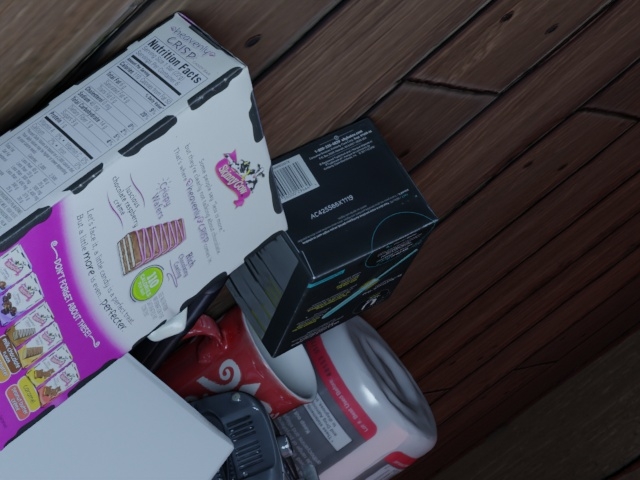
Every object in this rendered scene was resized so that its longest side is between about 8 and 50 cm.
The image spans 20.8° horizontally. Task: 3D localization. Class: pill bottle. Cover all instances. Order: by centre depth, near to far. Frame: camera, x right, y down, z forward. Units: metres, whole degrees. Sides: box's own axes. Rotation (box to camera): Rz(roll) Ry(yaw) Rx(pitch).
[{"bbox_3d":[-0.051,0.228,1.818,0.318,0.176,0.176,-37,164,12],"label":"pill bottle"}]

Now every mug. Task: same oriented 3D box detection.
[{"bbox_3d":[-0.114,0.127,1.591,0.169,0.150,0.113,-34,-159,17],"label":"mug"}]

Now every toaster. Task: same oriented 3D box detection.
[{"bbox_3d":[-0.116,0.233,1.518,0.227,0.129,0.146,-23,145,6],"label":"toaster"}]

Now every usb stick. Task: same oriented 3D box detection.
[{"bbox_3d":[-0.137,0.076,1.425,0.278,0.045,0.077,-51,-171,48],"label":"usb stick"}]

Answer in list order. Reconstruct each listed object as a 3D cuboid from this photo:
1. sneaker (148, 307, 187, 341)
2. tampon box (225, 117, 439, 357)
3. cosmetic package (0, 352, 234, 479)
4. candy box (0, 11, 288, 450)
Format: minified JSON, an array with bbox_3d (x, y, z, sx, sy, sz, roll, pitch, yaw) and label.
[{"bbox_3d":[-0.114,0.000,1.203,0.085,0.086,0.237,-27,162,-13],"label":"sneaker"},{"bbox_3d":[0.000,0.000,1.384,0.120,0.101,0.161,-26,163,-23],"label":"tampon box"},{"bbox_3d":[-0.250,0.251,1.225,0.385,0.156,0.217,-55,-169,-22],"label":"cosmetic package"},{"bbox_3d":[-0.137,-0.004,1.028,0.233,0.071,0.159,-37,146,-18],"label":"candy box"}]
